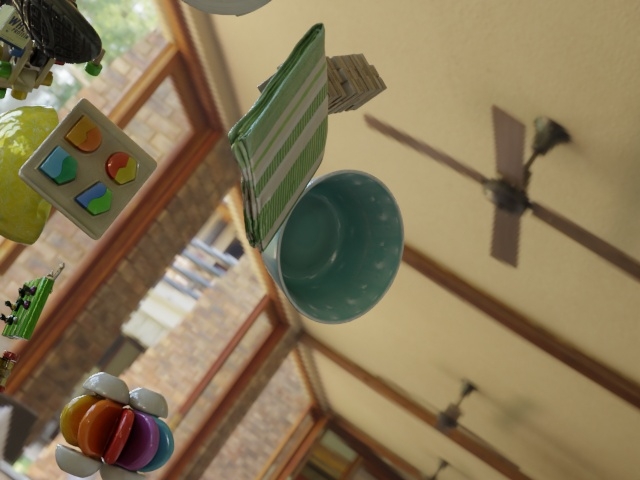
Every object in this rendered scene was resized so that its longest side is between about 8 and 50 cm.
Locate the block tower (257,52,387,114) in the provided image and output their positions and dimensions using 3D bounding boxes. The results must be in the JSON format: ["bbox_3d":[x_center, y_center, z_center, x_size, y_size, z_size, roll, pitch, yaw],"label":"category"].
[{"bbox_3d":[0.006,-0.300,1.992,0.091,0.097,0.335,60,29,5],"label":"block tower"}]

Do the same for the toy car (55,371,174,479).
[{"bbox_3d":[-0.302,0.298,1.556,0.182,0.159,0.136,30,-15,-37],"label":"toy car"}]

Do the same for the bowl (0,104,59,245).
[{"bbox_3d":[-0.639,-0.141,2.046,0.156,0.290,0.289,8,0,-29],"label":"bowl"}]

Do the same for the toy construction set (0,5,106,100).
[{"bbox_3d":[-0.680,-0.378,2.174,0.257,0.237,0.309,44,29,18],"label":"toy construction set"}]

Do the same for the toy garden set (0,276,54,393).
[{"bbox_3d":[-0.546,0.159,1.779,0.049,0.204,0.244,26,-15,-20],"label":"toy garden set"}]

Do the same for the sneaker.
[{"bbox_3d":[-0.435,-0.396,1.622,0.286,0.130,0.109,43,-38,13],"label":"sneaker"}]

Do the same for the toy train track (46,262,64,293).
[{"bbox_3d":[-0.483,0.064,1.833,0.014,0.048,0.083,16,-41,-32],"label":"toy train track"}]

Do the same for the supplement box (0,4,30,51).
[{"bbox_3d":[-0.581,-0.427,1.960,0.056,0.083,0.083,27,25,-35],"label":"supplement box"}]

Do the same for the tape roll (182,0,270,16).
[{"bbox_3d":[-0.129,-0.483,1.551,0.246,0.169,0.246,6,-62,11],"label":"tape roll"}]

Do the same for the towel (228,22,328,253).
[{"bbox_3d":[-0.058,-0.150,1.597,0.038,0.248,0.325,25,-26,16],"label":"towel"}]

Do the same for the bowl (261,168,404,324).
[{"bbox_3d":[0.000,0.000,2.056,0.163,0.311,0.311,18,-23,52],"label":"bowl"}]

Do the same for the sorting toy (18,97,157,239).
[{"bbox_3d":[-0.428,-0.135,1.903,0.193,0.208,0.038,43,-26,-19],"label":"sorting toy"}]
